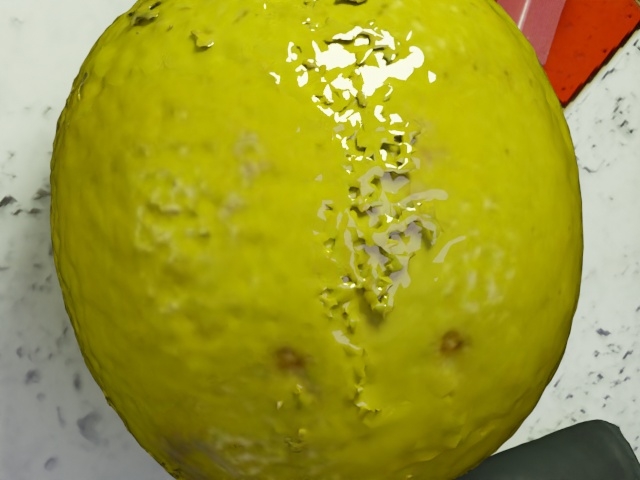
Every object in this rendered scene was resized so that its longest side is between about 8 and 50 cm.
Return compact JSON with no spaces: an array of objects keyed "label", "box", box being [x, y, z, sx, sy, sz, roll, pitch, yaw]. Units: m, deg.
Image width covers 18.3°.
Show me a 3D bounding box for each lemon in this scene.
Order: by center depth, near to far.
[{"label":"lemon","box":[0.000,0.000,0.966,0.258,0.258,0.310,-14,102,-25]}]

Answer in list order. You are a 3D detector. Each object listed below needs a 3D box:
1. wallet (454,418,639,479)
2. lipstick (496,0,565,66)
[{"label":"wallet","box":[0.035,0.254,1.074,0.406,0.062,0.228,-16,75,-27]},{"label":"lipstick","box":[0.157,-0.245,1.137,0.051,0.051,0.312,21,86,-29]}]
